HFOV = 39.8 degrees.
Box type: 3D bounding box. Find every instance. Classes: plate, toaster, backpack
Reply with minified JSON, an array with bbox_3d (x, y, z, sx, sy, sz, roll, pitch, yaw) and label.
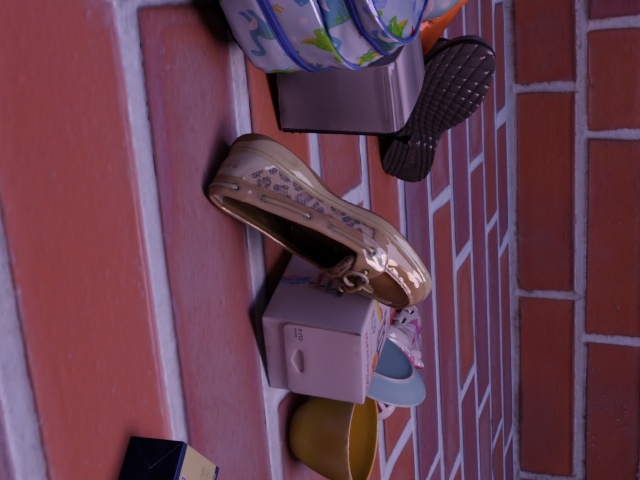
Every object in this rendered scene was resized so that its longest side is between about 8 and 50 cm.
[{"bbox_3d":[0.070,0.160,1.225,0.024,0.188,0.188,-59,169,20],"label":"plate"},{"bbox_3d":[0.047,-0.213,1.123,0.168,0.185,0.110,-66,155,-44],"label":"toaster"},{"bbox_3d":[-0.020,-0.337,0.895,0.290,0.273,0.356,-75,169,-48],"label":"backpack"}]

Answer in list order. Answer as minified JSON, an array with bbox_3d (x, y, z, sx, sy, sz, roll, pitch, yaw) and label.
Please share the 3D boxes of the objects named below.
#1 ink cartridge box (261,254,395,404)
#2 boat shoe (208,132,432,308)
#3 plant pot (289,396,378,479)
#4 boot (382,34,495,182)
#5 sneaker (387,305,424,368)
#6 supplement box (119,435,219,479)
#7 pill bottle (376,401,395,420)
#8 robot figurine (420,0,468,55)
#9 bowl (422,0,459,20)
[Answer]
[{"bbox_3d":[0.016,0.095,1.118,0.176,0.127,0.128,-64,157,-47],"label":"ink cartridge box"},{"bbox_3d":[0.000,0.000,0.993,0.285,0.104,0.089,36,56,-12],"label":"boat shoe"},{"bbox_3d":[0.014,0.260,1.186,0.134,0.095,0.134,1,90,-70],"label":"plant pot"},{"bbox_3d":[0.198,-0.278,1.512,0.338,0.118,0.223,125,-16,-53],"label":"boot"},{"bbox_3d":[0.111,0.150,1.455,0.252,0.102,0.111,41,49,-72],"label":"sneaker"},{"bbox_3d":[-0.143,0.235,0.817,0.083,0.056,0.083,60,37,-55],"label":"supplement box"},{"bbox_3d":[0.069,0.217,1.346,0.152,0.086,0.086,63,34,-52],"label":"pill bottle"},{"bbox_3d":[0.158,-0.384,1.420,0.219,0.128,0.158,-54,-179,-5],"label":"robot figurine"},{"bbox_3d":[0.095,-0.402,1.148,0.163,0.311,0.311,-61,153,-12],"label":"bowl"}]
